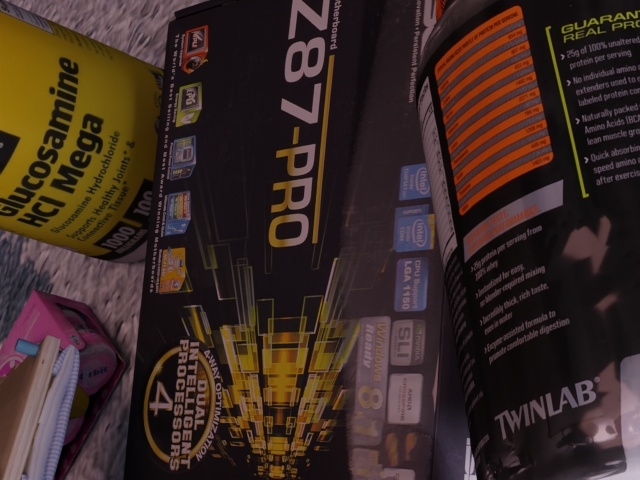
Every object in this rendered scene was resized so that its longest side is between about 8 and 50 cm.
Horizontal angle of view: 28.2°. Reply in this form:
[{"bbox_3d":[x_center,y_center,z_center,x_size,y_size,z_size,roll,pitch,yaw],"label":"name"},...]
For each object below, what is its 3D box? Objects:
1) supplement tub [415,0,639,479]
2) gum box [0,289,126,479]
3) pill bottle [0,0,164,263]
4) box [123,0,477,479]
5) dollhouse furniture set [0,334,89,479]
[{"bbox_3d":[0.164,-0.016,0.683,0.207,0.207,0.338,-28,55,37],"label":"supplement tub"},{"bbox_3d":[-0.261,0.147,1.185,0.107,0.062,0.188,43,107,46],"label":"gum box"},{"bbox_3d":[-0.276,-0.106,1.095,0.188,0.334,0.188,-20,61,42],"label":"pill bottle"},{"bbox_3d":[0.000,0.000,0.926,0.318,0.097,0.395,-4,76,44],"label":"box"},{"bbox_3d":[-0.170,0.212,0.938,0.286,0.198,0.303,-40,34,53],"label":"dollhouse furniture set"}]
